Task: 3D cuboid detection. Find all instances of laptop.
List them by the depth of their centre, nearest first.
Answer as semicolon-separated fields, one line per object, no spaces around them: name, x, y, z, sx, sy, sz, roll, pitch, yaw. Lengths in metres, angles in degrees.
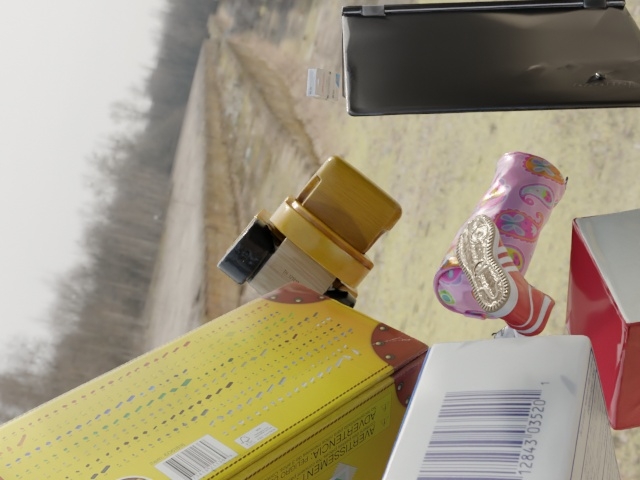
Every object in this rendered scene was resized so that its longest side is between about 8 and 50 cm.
laptop;0.222;-0.196;1.290;0.408;0.382;0.236;85;-176;-73

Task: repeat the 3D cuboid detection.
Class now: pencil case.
pencil case;0.272;-0.010;1.414;0.284;0.124;0.124;-55;-5;-38

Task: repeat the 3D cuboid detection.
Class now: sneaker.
sneaker;0.153;0.031;0.785;0.042;0.067;0.118;-42;31;26
sneaker;0.255;0.156;1.225;0.038;0.069;0.098;29;-147;-63

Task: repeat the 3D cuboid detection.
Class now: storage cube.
storage cube;0.412;0.083;1.142;0.215;0.184;0.193;-100;0;-47

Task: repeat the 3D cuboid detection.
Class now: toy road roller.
toy road roller;0.000;0.000;1.467;0.240;0.202;0.329;-50;4;3

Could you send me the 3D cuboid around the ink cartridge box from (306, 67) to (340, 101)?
ink cartridge box;0.001;-0.269;1.633;0.083;0.028;0.048;2;-88;-61

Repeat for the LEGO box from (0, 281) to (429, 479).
LEGO box;-0.131;0.309;0.859;0.193;0.500;0.372;24;124;37

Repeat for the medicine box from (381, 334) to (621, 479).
medicine box;0.164;0.272;0.788;0.263;0.149;0.289;-59;-43;-52
